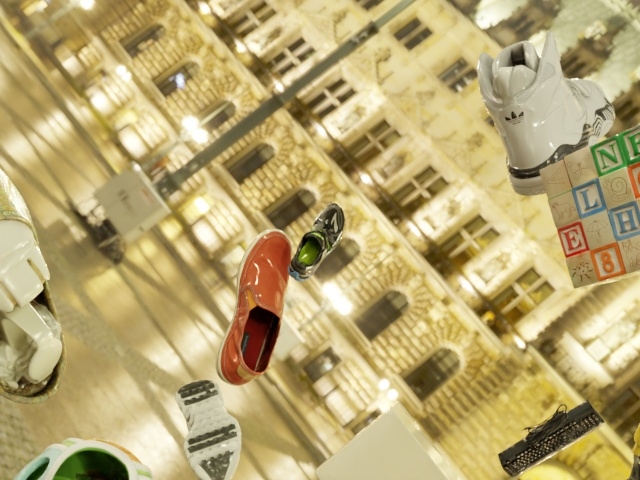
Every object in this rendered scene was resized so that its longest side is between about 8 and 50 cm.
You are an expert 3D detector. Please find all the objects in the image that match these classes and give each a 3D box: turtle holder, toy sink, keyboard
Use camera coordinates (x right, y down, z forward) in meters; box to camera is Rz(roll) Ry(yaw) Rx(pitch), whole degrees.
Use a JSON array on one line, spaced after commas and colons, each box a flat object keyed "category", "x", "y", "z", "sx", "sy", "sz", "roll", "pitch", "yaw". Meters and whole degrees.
[{"category": "turtle holder", "x": -0.358, "y": 0.412, "z": 1.085, "sx": 0.243, "sy": 0.320, "sz": 0.227, "roll": 41, "pitch": -49, "yaw": 17}, {"category": "toy sink", "x": 0.129, "y": 0.385, "z": 1.192, "sx": 0.234, "sy": 0.152, "sz": 0.131, "roll": 50, "pitch": 5, "yaw": 12}, {"category": "keyboard", "x": 0.394, "y": 0.348, "z": 1.360, "sx": 0.100, "sy": 0.192, "sz": 0.038, "roll": 46, "pitch": 14, "yaw": -30}]

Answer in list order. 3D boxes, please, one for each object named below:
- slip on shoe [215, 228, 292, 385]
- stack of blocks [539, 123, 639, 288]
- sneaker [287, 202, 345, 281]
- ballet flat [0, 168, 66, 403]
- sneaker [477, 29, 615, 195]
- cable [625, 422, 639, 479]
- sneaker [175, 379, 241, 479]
[{"category": "slip on shoe", "x": -0.115, "y": 0.130, "z": 1.585, "sx": 0.123, "sy": 0.331, "sz": 0.101, "roll": 30, "pitch": -26, "yaw": -32}, {"category": "stack of blocks", "x": 0.430, "y": -0.060, "z": 0.974, "sx": 0.297, "sy": 0.087, "sz": 0.171, "roll": -26, "pitch": -107, "yaw": 53}, {"category": "sneaker", "x": 0.000, "y": 0.000, "z": 1.609, "sx": 0.067, "sy": 0.188, "sz": 0.078, "roll": 32, "pitch": -26, "yaw": 2}, {"category": "ballet flat", "x": -0.325, "y": 0.054, "z": 0.815, "sx": 0.123, "sy": 0.123, "sz": 0.349, "roll": 48, "pitch": -32, "yaw": 32}, {"category": "sneaker", "x": 0.364, "y": -0.237, "z": 1.264, "sx": 0.137, "sy": 0.366, "sz": 0.210, "roll": -12, "pitch": -66, "yaw": 35}, {"category": "cable", "x": 0.552, "y": 0.384, "z": 1.374, "sx": 0.139, "sy": 0.287, "sz": 0.072, "roll": -5, "pitch": 38, "yaw": -44}, {"category": "sneaker", "x": -0.208, "y": 0.386, "z": 1.523, "sx": 0.292, "sy": 0.110, "sz": 0.118, "roll": -125, "pitch": -156, "yaw": -64}]
